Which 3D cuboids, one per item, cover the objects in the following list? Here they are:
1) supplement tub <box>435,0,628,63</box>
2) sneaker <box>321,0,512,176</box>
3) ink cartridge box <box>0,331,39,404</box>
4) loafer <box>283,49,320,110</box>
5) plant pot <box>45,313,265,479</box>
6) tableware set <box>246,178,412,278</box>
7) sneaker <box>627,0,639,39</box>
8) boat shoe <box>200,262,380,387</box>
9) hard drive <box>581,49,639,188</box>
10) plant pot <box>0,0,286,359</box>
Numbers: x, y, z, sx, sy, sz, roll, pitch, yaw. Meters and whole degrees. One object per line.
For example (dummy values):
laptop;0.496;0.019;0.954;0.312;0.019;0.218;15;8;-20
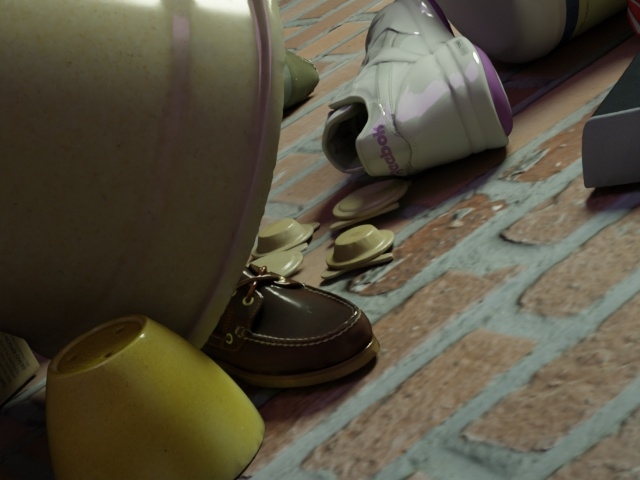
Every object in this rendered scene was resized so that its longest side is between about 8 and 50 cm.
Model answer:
supplement tub;0.259;-0.334;1.335;0.325;0.235;0.235;-30;20;-12
sneaker;0.059;-0.133;1.244;0.152;0.114;0.305;-24;19;0
ink cartridge box;-0.369;0.058;1.159;0.235;0.193;0.088;-11;25;38
loafer;-0.095;-0.178;1.623;0.087;0.094;0.251;-9;16;-39
plant pot;-0.114;0.102;0.875;0.134;0.095;0.134;-22;20;9
tableware set;0.000;0.000;1.117;0.141;0.020;0.168;-18;19;16
sneaker;0.307;-0.190;1.215;0.042;0.067;0.118;-32;50;-24
boat shoe;-0.048;0.052;0.963;0.207;0.073;0.073;-1;25;47
hard drive;0.309;-0.110;0.965;0.255;0.054;0.172;-10;24;37
plant pot;-0.238;-0.082;0.951;0.305;0.333;0.334;13;-2;-31
